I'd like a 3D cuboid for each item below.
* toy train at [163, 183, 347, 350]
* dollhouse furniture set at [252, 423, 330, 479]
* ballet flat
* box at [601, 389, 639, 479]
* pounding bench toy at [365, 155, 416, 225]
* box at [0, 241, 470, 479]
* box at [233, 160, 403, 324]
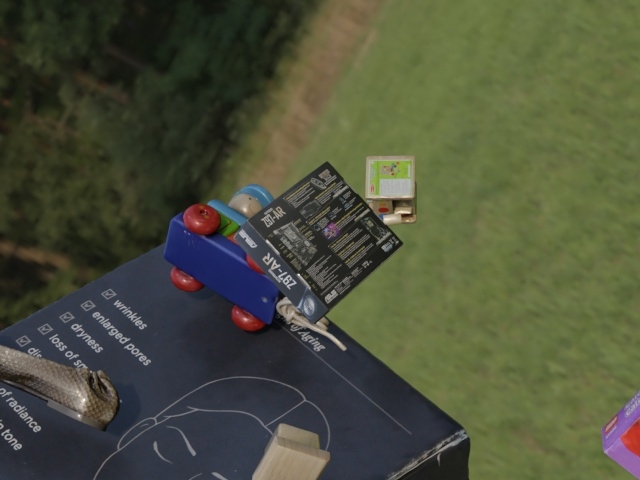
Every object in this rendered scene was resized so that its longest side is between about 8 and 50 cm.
[{"bbox_3d":[-0.038,0.031,1.704,0.143,0.248,0.105,-39,-27,-47],"label":"toy train"},{"bbox_3d":[0.039,0.360,1.202,0.174,0.303,0.355,-91,22,-55],"label":"dollhouse furniture set"},{"bbox_3d":[-0.316,0.124,1.593,0.058,0.250,0.084,-64,-18,-6],"label":"ballet flat"},{"bbox_3d":[0.444,0.207,1.448,0.201,0.293,0.057,-50,6,20],"label":"box"},{"bbox_3d":[0.076,-0.039,1.633,0.065,0.052,0.083,79,-169,-60],"label":"pounding bench toy"},{"bbox_3d":[-0.164,0.289,1.711,0.472,0.480,0.297,-31,-42,-26],"label":"box"},{"bbox_3d":[0.000,0.000,0.850,0.083,0.067,0.018,-40,-4,-47],"label":"box"}]
